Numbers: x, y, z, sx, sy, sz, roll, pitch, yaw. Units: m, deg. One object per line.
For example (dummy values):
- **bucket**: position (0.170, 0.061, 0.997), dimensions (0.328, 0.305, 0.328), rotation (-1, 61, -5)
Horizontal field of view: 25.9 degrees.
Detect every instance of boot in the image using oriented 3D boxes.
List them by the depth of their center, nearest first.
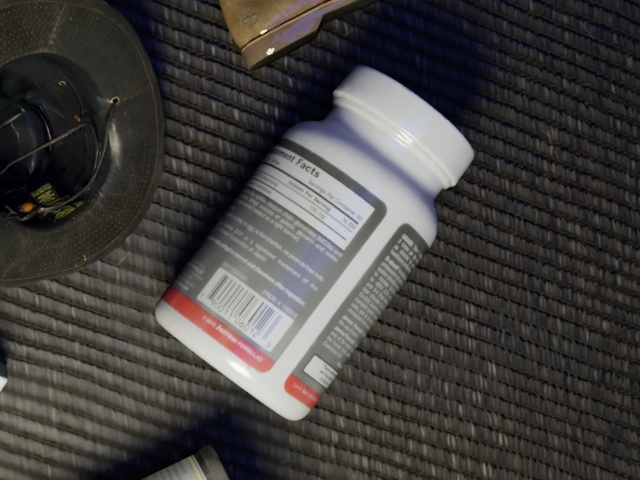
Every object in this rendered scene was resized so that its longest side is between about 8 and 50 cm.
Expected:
- **boot**: position (0.026, -0.316, 1.599), dimensions (0.305, 0.112, 0.115), rotation (-28, 89, -8)

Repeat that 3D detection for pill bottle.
- **pill bottle**: position (0.000, 0.000, 1.554), dimensions (0.210, 0.210, 0.363), rotation (38, 84, -13)

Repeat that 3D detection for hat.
- **hat**: position (-0.320, -0.122, 1.491), dimensions (0.331, 0.134, 0.331), rotation (-22, 125, -35)

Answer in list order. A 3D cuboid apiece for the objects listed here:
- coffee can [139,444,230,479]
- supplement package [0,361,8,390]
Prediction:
- **coffee can**: position (-0.204, 0.374, 1.535), dimensions (0.275, 0.201, 0.201), rotation (-24, 99, -10)
- **supplement package**: position (-0.433, 0.192, 1.518), dimensions (0.105, 0.105, 0.179), rotation (33, 86, -14)
